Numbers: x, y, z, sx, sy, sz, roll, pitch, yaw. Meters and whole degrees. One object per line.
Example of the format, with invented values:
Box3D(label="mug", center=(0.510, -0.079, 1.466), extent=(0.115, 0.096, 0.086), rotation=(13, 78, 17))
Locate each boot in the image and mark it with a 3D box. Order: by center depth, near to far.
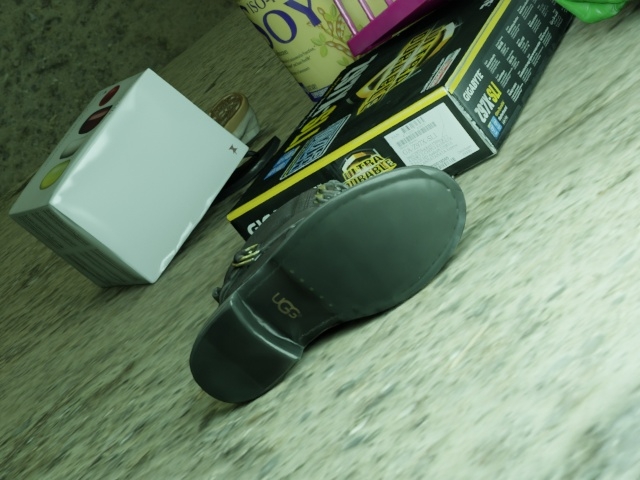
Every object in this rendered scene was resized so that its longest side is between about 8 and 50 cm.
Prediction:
Box3D(label="boot", center=(0.000, 0.000, 1.294), extent=(0.263, 0.091, 0.229), rotation=(-36, 13, 17))

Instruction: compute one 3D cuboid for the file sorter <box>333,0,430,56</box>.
Box3D(label="file sorter", center=(0.105, -0.328, 1.616), extent=(0.202, 0.182, 0.291), rotation=(-31, 2, -14))

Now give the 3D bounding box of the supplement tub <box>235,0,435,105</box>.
Box3D(label="supplement tub", center=(0.007, -0.328, 1.869), extent=(0.241, 0.331, 0.241), rotation=(-36, 13, 10))

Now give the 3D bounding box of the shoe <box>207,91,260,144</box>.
Box3D(label="shoe", center=(-0.162, -0.097, 2.170), extent=(0.219, 0.058, 0.076), rotation=(-45, 45, -11))

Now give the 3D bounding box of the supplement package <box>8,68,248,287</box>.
Box3D(label="supplement package", center=(-0.222, -0.066, 1.918), extent=(0.194, 0.149, 0.203), rotation=(-56, 18, -16))

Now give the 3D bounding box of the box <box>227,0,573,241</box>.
Box3D(label="box", center=(0.081, -0.122, 1.530), extent=(0.257, 0.079, 0.322), rotation=(-31, 15, 35))

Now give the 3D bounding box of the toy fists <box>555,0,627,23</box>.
Box3D(label="toy fists", center=(0.306, -0.282, 1.439), extent=(0.279, 0.096, 0.142), rotation=(-42, 23, -22))

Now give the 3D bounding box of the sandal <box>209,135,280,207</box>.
Box3D(label="sandal", center=(-0.124, -0.071, 1.986), extent=(0.179, 0.040, 0.067), rotation=(-34, 13, 17))
